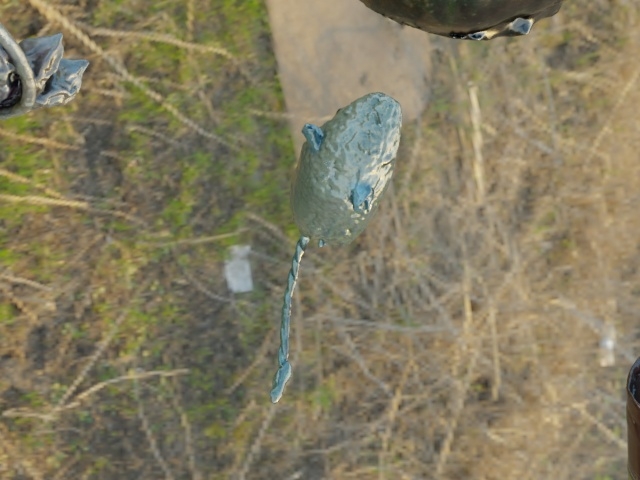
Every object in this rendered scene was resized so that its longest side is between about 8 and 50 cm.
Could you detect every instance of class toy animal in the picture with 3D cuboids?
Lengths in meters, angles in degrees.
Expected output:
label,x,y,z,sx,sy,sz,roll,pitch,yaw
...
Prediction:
label,x,y,z,sx,sy,sz,roll,pitch,yaw
toy animal,-0.002,-0.003,0.904,0.079,0.070,0.253,-34,152,-53

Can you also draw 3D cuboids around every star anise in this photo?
label,x,y,z,sx,sy,sz,roll,pitch,yaw
star anise,-0.355,-0.168,1.330,0.230,0.262,0.081,-10,83,-24

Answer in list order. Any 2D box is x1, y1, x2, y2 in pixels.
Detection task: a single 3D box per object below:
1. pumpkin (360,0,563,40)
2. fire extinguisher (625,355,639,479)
label,x,y,z,sx,sy,sz,roll,pitch,yaw
pumpkin,0.186,-0.469,1.560,0.454,0.344,0.454,5,55,-8
fire extinguisher,0.127,0.094,0.429,0.056,0.039,0.132,-107,-176,-51
